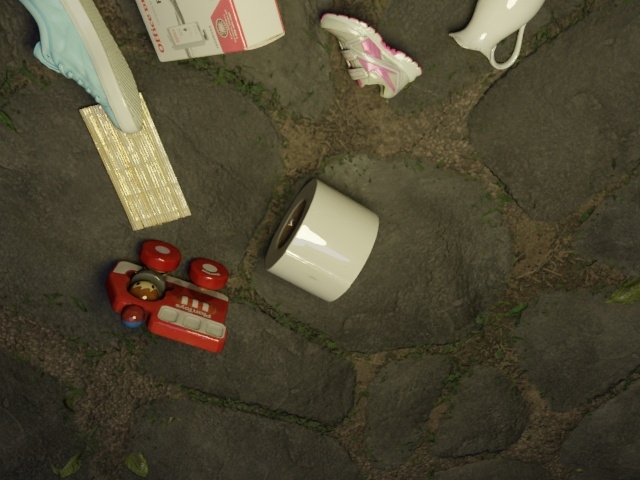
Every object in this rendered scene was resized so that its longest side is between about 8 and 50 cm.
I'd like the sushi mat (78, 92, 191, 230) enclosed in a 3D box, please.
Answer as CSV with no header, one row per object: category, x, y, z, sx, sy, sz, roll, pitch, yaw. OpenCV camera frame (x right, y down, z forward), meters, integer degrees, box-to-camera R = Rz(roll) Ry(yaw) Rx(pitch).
sushi mat,-0.433,-0.178,1.326,0.152,0.019,0.316,-17,112,2

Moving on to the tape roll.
tape roll,0.000,0.000,1.307,0.169,0.246,0.246,29,107,-15

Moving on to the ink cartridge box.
ink cartridge box,-0.228,-0.466,1.077,0.283,0.117,0.207,9,127,41

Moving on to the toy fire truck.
toy fire truck,-0.360,0.143,1.332,0.302,0.254,0.169,21,108,-12

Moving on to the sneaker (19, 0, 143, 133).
sneaker,-0.508,-0.381,1.186,0.150,0.135,0.365,-23,100,6

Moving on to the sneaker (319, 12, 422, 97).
sneaker,0.097,-0.401,1.230,0.252,0.103,0.111,32,104,-15

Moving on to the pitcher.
pitcher,0.410,-0.489,1.220,0.178,0.125,0.207,20,121,-33
